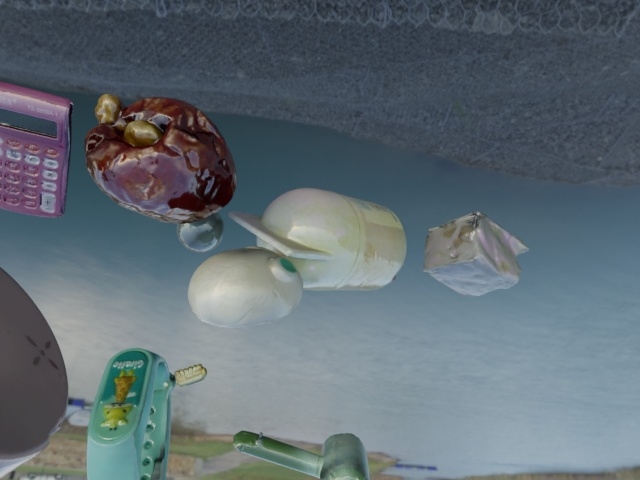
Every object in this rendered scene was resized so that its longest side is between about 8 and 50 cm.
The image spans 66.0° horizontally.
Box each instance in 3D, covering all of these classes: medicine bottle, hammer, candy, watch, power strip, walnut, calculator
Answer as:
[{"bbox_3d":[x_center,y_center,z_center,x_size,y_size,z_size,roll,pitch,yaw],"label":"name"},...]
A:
[{"bbox_3d":[0.000,0.000,1.160,0.235,0.236,0.406,-21,161,38],"label":"medicine bottle"},{"bbox_3d":[-0.046,0.512,1.173,0.335,0.119,0.206,19,-175,-2],"label":"hammer"},{"bbox_3d":[0.368,0.036,1.193,0.195,0.137,0.184,29,148,-30],"label":"candy"},{"bbox_3d":[-0.234,0.247,0.635,0.068,0.237,0.195,-4,127,-7],"label":"watch"},{"bbox_3d":[-0.224,0.071,0.275,0.078,0.154,0.154,-31,148,-1],"label":"power strip"},{"bbox_3d":[-0.292,-0.142,0.906,0.243,0.222,0.269,29,164,21],"label":"walnut"},{"bbox_3d":[-0.435,-0.129,0.726,0.126,0.034,0.191,12,114,-12],"label":"calculator"}]

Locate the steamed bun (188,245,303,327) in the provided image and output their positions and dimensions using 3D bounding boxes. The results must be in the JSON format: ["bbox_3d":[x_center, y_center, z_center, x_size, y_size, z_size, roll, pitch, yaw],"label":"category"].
[{"bbox_3d":[-0.139,0.080,0.954,0.227,0.131,0.177,-3,-162,-32],"label":"steamed bun"}]

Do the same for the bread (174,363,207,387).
[{"bbox_3d":[-0.347,0.359,1.316,0.087,0.049,0.033,-18,179,-12],"label":"bread"}]

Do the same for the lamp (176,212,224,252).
[{"bbox_3d":[-0.260,-0.026,1.071,0.105,0.105,0.105,2,152,1],"label":"lamp"}]
